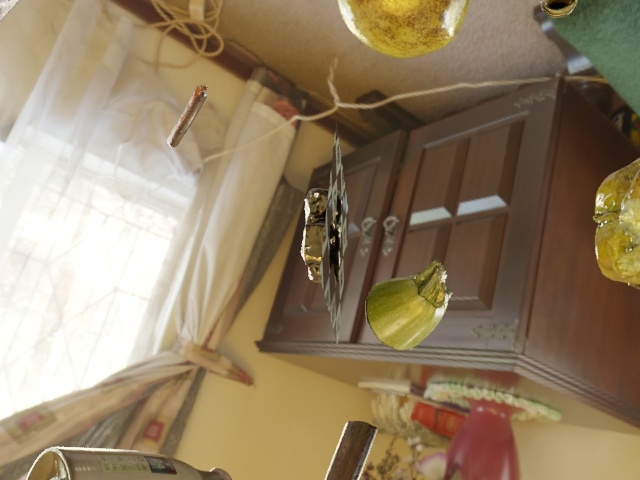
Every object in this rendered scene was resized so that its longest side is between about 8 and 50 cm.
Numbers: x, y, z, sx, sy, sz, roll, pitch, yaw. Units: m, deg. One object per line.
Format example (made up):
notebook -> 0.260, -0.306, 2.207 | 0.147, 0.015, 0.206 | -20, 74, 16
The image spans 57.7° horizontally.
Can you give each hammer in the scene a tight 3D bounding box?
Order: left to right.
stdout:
hammer -> 0.021, 0.457, 1.029 | 0.242, 0.409, 0.095 | 17, 120, 12

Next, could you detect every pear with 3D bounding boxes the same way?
pear -> 0.115, -0.364, 0.827 | 0.197, 0.197, 0.197 | 14, 162, 4

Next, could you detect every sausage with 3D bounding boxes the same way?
sausage -> -0.242, -0.221, 1.048 | 0.025, 0.028, 0.198 | 18, 147, -25

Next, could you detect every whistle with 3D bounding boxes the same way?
whistle -> 0.410, -0.429, 1.003 | 0.057, 0.326, 0.068 | 27, 121, 8

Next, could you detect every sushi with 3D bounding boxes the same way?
sushi -> 0.000, 0.000, 0.781 | 0.047, 0.219, 0.231 | 2, 150, 9

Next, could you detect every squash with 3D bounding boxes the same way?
squash -> 0.137, 0.080, 0.774 | 0.105, 0.105, 0.132 | 22, 147, -20

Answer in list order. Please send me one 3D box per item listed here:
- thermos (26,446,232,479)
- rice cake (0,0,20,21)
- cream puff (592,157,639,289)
thermos -> -0.157, 0.256, 0.541 | 0.137, 0.105, 0.193 | 8, 170, 46
rice cake -> -0.329, -0.175, 0.493 | 0.073, 0.365, 0.056 | 22, 160, 35
cream puff -> 0.431, -0.021, 0.663 | 0.221, 0.194, 0.194 | 14, 163, 19
